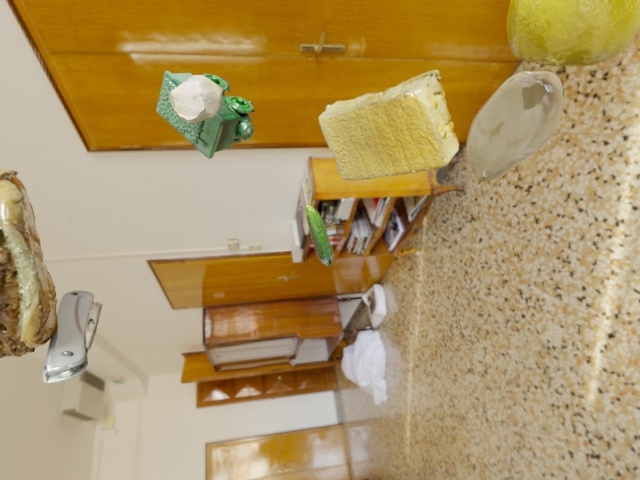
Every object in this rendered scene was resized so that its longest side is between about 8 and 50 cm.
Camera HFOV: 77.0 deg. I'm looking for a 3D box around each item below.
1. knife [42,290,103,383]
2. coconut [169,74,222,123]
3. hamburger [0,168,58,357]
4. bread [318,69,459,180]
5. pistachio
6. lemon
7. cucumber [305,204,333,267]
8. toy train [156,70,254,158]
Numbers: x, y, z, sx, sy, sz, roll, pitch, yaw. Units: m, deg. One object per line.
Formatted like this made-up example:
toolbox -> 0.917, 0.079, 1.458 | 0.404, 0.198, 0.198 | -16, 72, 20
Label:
knife -> -0.425, 0.155, 0.699 | 0.265, 0.073, 0.040 | -144, 56, -60
coconut -> -0.294, -0.343, 0.975 | 0.110, 0.125, 0.110 | -22, -90, -78
hamburger -> -0.480, 0.040, 0.583 | 0.260, 0.145, 0.283 | 8, 112, 56
bread -> 0.146, -0.242, 0.900 | 0.114, 0.275, 0.184 | -50, -56, -40
pistachio -> 0.533, -0.312, 1.132 | 0.331, 0.226, 0.207 | -62, 32, 32
lemon -> 0.495, -0.467, 0.780 | 0.240, 0.241, 0.219 | -109, 11, -55
cucumber -> 0.000, 0.000, 0.845 | 0.039, 0.039, 0.167 | -112, 3, -59
toy train -> -0.322, -0.377, 1.177 | 0.266, 0.202, 0.145 | 41, 128, 11
